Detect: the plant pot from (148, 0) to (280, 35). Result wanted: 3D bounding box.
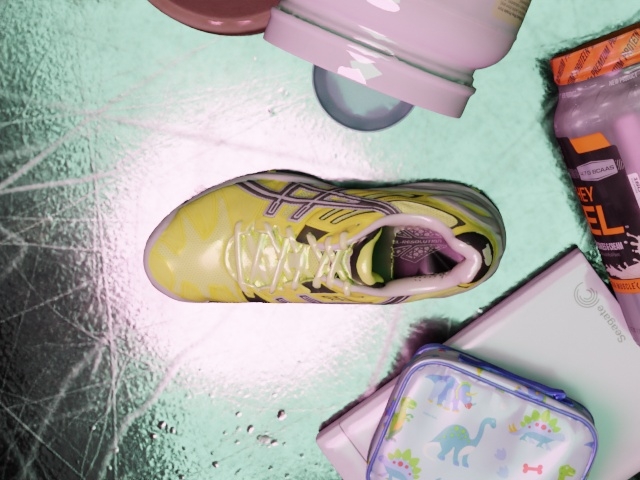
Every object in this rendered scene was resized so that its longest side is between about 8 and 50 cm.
[{"bbox_3d":[-0.102,-0.334,1.419,0.263,0.229,0.263,1,98,5],"label":"plant pot"}]

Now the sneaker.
[{"bbox_3d":[0.000,0.000,1.497,0.385,0.147,0.145,-6,99,6],"label":"sneaker"}]

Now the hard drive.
[{"bbox_3d":[0.204,0.205,1.561,0.353,0.047,0.233,-36,94,7],"label":"hard drive"}]

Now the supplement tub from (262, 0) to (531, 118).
[{"bbox_3d":[0.098,-0.297,1.299,0.235,0.235,0.324,23,100,1],"label":"supplement tub"}]

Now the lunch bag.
[{"bbox_3d":[0.169,0.215,1.495,0.219,0.090,0.176,21,100,1],"label":"lunch bag"}]

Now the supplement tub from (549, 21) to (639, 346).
[{"bbox_3d":[0.355,-0.062,1.442,0.194,0.193,0.316,-21,95,6],"label":"supplement tub"}]

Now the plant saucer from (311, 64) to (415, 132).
[{"bbox_3d":[0.051,-0.175,1.533,0.119,0.021,0.119,0,98,3],"label":"plant saucer"}]
